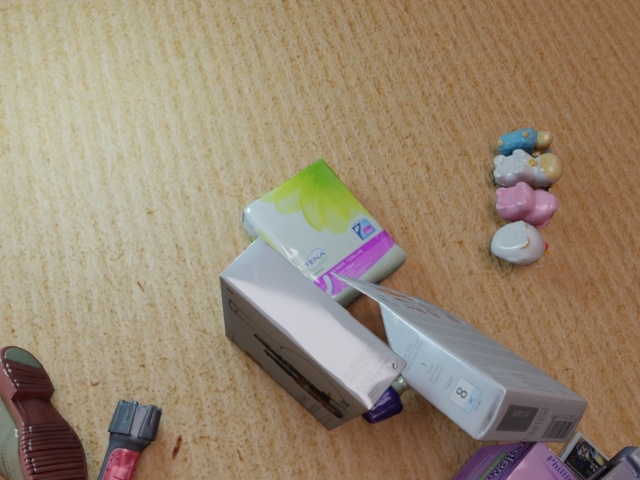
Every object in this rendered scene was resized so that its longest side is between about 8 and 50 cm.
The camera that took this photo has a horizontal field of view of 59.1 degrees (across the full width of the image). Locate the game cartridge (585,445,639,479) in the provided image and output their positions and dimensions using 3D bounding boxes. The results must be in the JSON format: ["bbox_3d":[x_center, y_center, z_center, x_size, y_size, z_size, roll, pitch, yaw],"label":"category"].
[{"bbox_3d":[0.398,0.495,0.803,0.355,0.068,0.230,-31,79,-15],"label":"game cartridge"}]

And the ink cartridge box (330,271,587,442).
[{"bbox_3d":[0.214,0.194,0.968,0.385,0.308,0.091,32,99,46],"label":"ink cartridge box"}]

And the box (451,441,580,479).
[{"bbox_3d":[0.364,0.471,0.971,0.117,0.243,0.213,-38,78,-22],"label":"box"}]

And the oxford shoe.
[{"bbox_3d":[-0.501,0.352,0.954,0.130,0.123,0.348,-40,59,5],"label":"oxford shoe"}]

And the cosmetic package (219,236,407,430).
[{"bbox_3d":[-0.036,0.181,0.960,0.284,0.377,0.097,42,68,11],"label":"cosmetic package"}]

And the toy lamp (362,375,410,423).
[{"bbox_3d":[0.195,0.267,1.125,0.275,0.080,0.080,-29,74,-19],"label":"toy lamp"}]

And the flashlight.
[{"bbox_3d":[-0.344,0.430,0.954,0.103,0.103,0.304,13,66,-2],"label":"flashlight"}]

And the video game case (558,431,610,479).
[{"bbox_3d":[0.534,0.507,1.104,0.190,0.022,0.173,43,68,11],"label":"video game case"}]

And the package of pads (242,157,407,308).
[{"bbox_3d":[0.000,0.000,1.199,0.229,0.101,0.296,-35,75,-22],"label":"package of pads"}]

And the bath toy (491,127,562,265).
[{"bbox_3d":[0.481,-0.091,1.307,0.151,0.129,0.348,-8,56,36],"label":"bath toy"}]
